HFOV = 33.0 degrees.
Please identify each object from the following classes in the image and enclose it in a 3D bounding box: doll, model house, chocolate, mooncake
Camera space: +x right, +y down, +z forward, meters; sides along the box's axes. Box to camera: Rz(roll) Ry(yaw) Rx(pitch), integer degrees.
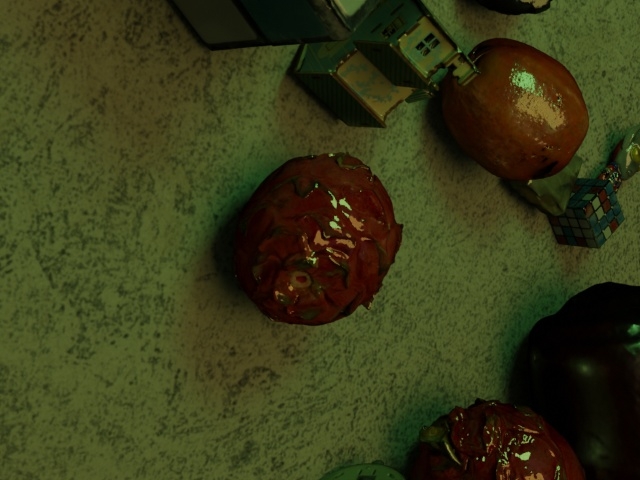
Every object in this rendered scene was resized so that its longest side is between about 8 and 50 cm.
[{"bbox_3d":[0.577,-0.148,2.047,0.195,0.062,0.104,-51,123,-14],"label":"doll"},{"bbox_3d":[0.082,-0.260,1.555,0.206,0.271,0.178,-39,130,12],"label":"model house"},{"bbox_3d":[0.510,0.247,1.886,0.383,0.383,0.331,-28,97,-33],"label":"chocolate"},{"bbox_3d":[0.392,-0.115,1.891,0.130,0.073,0.125,38,74,-33],"label":"mooncake"}]

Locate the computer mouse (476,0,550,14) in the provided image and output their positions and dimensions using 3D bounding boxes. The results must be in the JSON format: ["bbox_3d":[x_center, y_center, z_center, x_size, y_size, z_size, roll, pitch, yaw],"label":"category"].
[{"bbox_3d":[0.294,-0.517,1.720,0.182,0.116,0.323,-20,109,-6],"label":"computer mouse"}]

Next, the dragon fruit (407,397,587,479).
[{"bbox_3d":[0.286,0.407,1.737,0.277,0.277,0.342,-51,120,-23],"label":"dragon fruit"}]

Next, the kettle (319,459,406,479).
[{"bbox_3d":[0.095,0.479,1.679,0.240,0.165,0.255,-55,131,-56],"label":"kettle"}]

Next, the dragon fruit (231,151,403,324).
[{"bbox_3d":[-0.007,0.001,1.485,0.241,0.241,0.252,33,60,-37],"label":"dragon fruit"}]

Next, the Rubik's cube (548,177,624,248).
[{"bbox_3d":[0.478,-0.050,1.956,0.092,0.092,0.092,-42,120,-28],"label":"Rubik's cube"}]

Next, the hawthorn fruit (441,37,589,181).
[{"bbox_3d":[0.284,-0.227,1.716,0.299,0.211,0.211,38,72,-25],"label":"hawthorn fruit"}]

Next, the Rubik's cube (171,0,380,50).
[{"bbox_3d":[-0.054,-0.451,1.329,0.313,0.318,0.316,-52,125,-22],"label":"Rubik's cube"}]
